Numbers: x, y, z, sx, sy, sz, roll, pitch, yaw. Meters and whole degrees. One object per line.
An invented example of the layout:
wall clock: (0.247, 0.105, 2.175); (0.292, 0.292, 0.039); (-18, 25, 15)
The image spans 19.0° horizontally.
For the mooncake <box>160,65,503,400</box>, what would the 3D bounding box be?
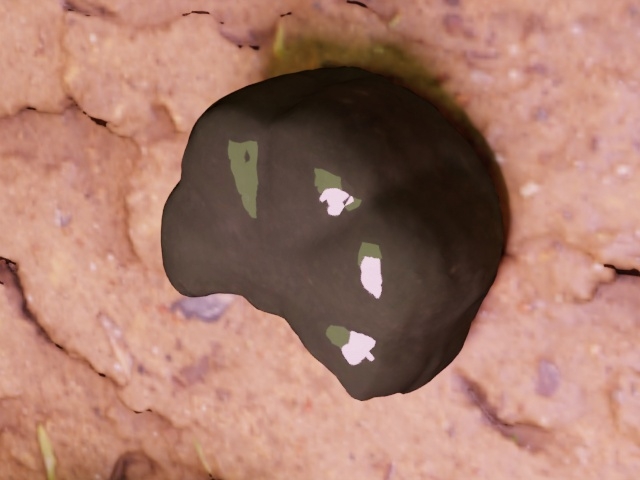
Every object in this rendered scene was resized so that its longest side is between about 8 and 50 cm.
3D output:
mooncake: (0.000, 0.000, 0.961); (0.175, 0.104, 0.168); (-6, 105, 39)
